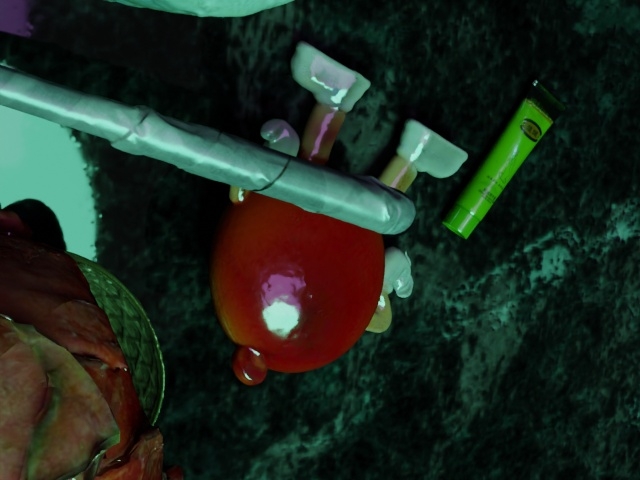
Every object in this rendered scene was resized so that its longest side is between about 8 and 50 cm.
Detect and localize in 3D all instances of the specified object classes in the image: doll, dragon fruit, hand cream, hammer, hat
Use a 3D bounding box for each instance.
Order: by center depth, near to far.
[{"bbox_3d":[-0.230,0.120,0.692,0.301,0.295,0.296,-20,118,-11],"label":"dragon fruit"},{"bbox_3d":[-0.126,-0.073,0.749,0.427,0.152,0.044,16,101,-32],"label":"hammer"},{"bbox_3d":[-0.154,0.068,0.849,0.146,0.067,0.146,3,103,14],"label":"hat"},{"bbox_3d":[0.000,0.000,0.894,0.183,0.085,0.217,33,74,-34],"label":"doll"},{"bbox_3d":[0.130,-0.057,0.976,0.036,0.023,0.122,37,85,-30],"label":"hand cream"}]

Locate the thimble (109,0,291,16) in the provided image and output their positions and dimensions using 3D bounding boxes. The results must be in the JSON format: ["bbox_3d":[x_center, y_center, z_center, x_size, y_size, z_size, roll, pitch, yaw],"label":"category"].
[{"bbox_3d":[-0.078,-0.222,0.695,0.237,0.150,0.237,-13,109,-44],"label":"thimble"}]
